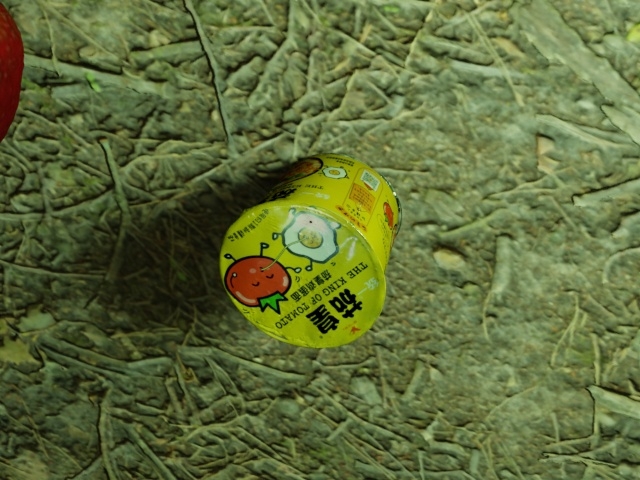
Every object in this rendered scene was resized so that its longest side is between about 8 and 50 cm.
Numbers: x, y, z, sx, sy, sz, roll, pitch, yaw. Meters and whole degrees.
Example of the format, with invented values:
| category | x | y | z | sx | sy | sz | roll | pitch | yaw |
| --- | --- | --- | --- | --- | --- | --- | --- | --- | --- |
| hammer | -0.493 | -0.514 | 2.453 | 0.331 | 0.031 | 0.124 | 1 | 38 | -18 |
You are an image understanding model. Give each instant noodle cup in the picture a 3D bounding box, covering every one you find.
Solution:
| category | x | y | z | sx | sy | sz | roll | pitch | yaw |
| --- | --- | --- | --- | --- | --- | --- | --- | --- | --- |
| instant noodle cup | 0.000 | 0.000 | 1.933 | 0.182 | 0.144 | 0.182 | 10 | 125 | 14 |

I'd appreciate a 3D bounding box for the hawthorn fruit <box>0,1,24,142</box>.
| category | x | y | z | sx | sy | sz | roll | pitch | yaw |
| --- | --- | --- | --- | --- | --- | --- | --- | --- | --- |
| hawthorn fruit | -0.451 | -0.151 | 1.881 | 0.265 | 0.307 | 0.265 | 12 | 133 | 12 |
